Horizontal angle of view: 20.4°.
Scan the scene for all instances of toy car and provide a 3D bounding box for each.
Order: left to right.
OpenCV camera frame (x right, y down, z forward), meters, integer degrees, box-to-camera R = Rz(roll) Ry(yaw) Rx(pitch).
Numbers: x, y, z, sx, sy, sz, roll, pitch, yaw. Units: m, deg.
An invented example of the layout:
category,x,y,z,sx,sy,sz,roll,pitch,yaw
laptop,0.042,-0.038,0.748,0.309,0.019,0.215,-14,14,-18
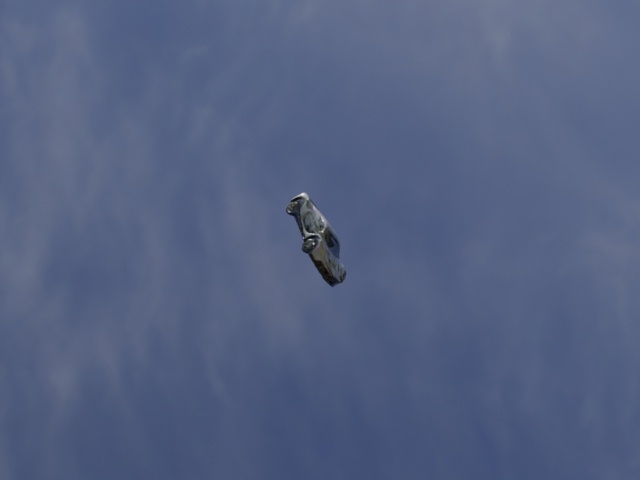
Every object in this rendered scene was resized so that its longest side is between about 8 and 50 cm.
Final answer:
category,x,y,z,sx,sy,sz,roll,pitch,yaw
toy car,0.000,0.000,1.348,0.041,0.025,0.093,51,-171,-38
